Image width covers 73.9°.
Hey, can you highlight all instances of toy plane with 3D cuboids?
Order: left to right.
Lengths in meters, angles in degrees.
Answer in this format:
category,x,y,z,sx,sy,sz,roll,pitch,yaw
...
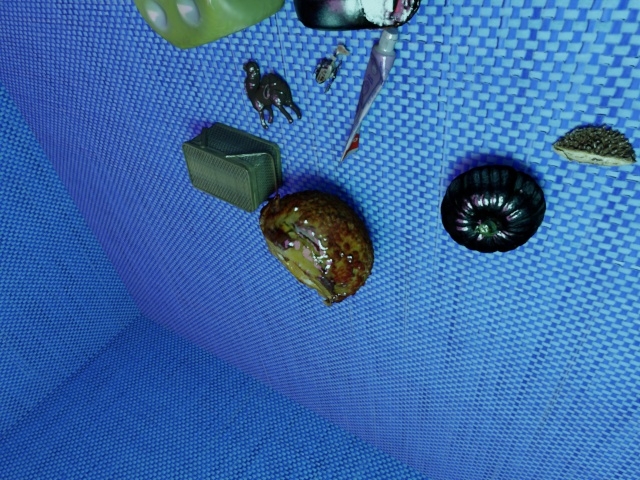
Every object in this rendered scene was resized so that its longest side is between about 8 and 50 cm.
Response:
category,x,y,z,sx,sy,sz,roll,pitch,yaw
toy plane,0.019,-0.367,0.903,0.049,0.031,0.120,38,146,-3

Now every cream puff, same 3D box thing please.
category,x,y,z,sx,sy,sz,roll,pitch,yaw
cream puff,0.001,-0.001,1.120,0.350,0.228,0.350,40,167,11

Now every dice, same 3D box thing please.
category,x,y,z,sx,sy,sz,roll,pitch,yaw
dice,-0.222,-0.521,0.807,0.233,0.227,0.238,9,133,39

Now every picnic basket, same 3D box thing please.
category,x,y,z,sx,sy,sz,roll,pitch,yaw
picnic basket,-0.245,-0.209,1.210,0.267,0.139,0.165,25,140,22

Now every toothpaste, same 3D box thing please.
category,x,y,z,sx,sy,sz,roll,pitch,yaw
toothpaste,0.096,-0.287,0.884,0.048,0.075,0.300,16,139,-3

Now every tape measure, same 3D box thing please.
category,x,y,z,sx,sy,sz,roll,pitch,yaw
tape measure,0.061,-0.411,0.679,0.223,0.202,0.135,8,131,18

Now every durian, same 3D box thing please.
category,x,y,z,sx,sy,sz,roll,pitch,yaw
durian,0.462,-0.159,0.716,0.131,0.052,0.066,22,177,30

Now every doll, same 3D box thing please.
category,x,y,z,sx,sy,sz,roll,pitch,yaw
doll,-0.130,-0.355,1.033,0.139,0.057,0.165,1,122,45

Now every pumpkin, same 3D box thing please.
category,x,y,z,sx,sy,sz,roll,pitch,yaw
pumpkin,0.336,-0.059,0.838,0.195,0.149,0.194,11,162,4
